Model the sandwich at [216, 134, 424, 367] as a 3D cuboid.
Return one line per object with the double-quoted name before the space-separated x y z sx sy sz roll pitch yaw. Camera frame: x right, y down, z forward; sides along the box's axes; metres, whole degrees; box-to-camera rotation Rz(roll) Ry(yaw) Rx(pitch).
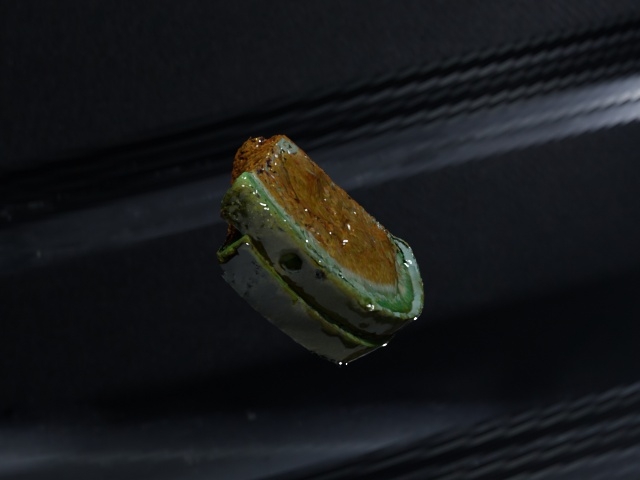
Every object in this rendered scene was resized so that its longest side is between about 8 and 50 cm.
"sandwich" -0.001 0.002 0.471 0.026 0.069 0.101 -29 -39 20
